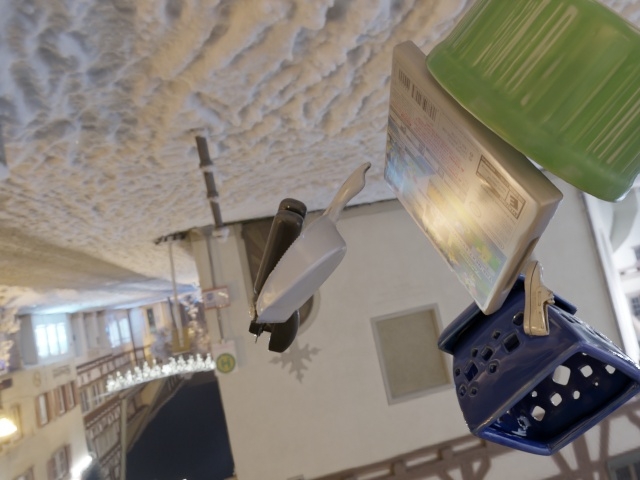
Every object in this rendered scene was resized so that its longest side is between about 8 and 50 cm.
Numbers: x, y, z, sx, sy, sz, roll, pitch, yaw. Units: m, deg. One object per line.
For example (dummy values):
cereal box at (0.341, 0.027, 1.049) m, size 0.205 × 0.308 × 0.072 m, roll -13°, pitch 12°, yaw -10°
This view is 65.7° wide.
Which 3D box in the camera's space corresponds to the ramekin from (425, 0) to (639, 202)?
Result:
ramekin at (0.295, -0.201, 0.606) m, size 0.303 × 0.303 × 0.148 m, roll -6°, pitch 140°, yaw -48°

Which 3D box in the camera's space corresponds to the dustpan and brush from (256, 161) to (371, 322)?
dustpan and brush at (0.000, 0.000, 0.575) m, size 0.211 × 0.060 × 0.147 m, roll -45°, pitch 167°, yaw 0°

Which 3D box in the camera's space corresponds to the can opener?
can opener at (-0.064, 0.063, 0.811) m, size 0.093 × 0.281 × 0.074 m, roll 13°, pitch -146°, yaw -3°

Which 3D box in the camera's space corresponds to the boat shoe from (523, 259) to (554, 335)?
boat shoe at (0.292, 0.076, 0.656) m, size 0.035 × 0.100 × 0.035 m, roll -1°, pitch 167°, yaw 42°

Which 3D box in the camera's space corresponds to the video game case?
video game case at (0.197, -0.085, 0.753) m, size 0.036 × 0.329 × 0.300 m, roll -24°, pitch 149°, yaw -11°

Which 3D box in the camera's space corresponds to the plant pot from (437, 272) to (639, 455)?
plant pot at (0.362, 0.204, 0.862) m, size 0.235 × 0.212 × 0.236 m, roll 25°, pitch 117°, yaw -31°
